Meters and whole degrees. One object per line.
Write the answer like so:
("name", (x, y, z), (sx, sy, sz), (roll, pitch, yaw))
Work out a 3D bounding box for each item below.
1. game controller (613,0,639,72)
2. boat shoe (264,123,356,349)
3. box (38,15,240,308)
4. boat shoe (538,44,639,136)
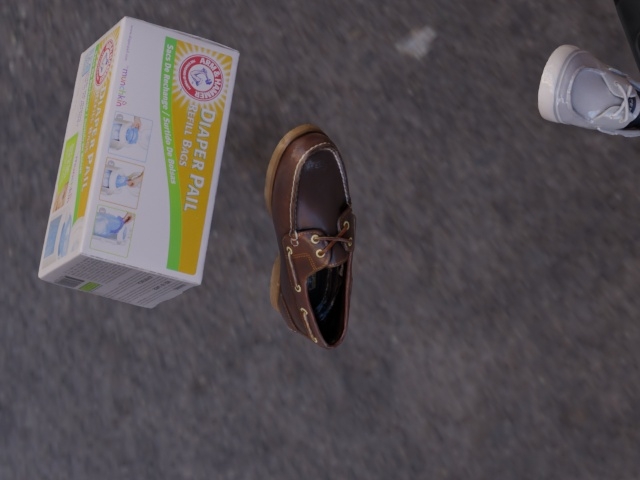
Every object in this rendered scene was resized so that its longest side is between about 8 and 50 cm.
("game controller", (0.170, -0.117, 0.833), (0.166, 0.319, 0.067), (7, 147, -41))
("boat shoe", (0.000, 0.000, 1.652), (0.073, 0.073, 0.207), (-24, 135, -22))
("box", (-0.147, -0.062, 1.600), (0.103, 0.114, 0.203), (16, 72, -22))
("boat shoe", (0.234, -0.115, 1.634), (0.063, 0.184, 0.066), (16, 87, 27))
